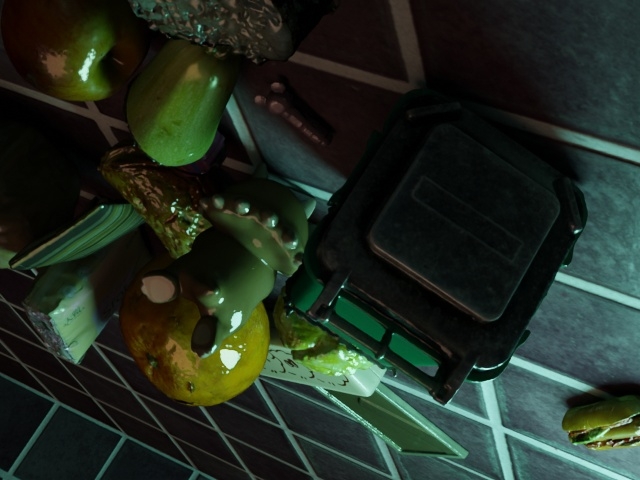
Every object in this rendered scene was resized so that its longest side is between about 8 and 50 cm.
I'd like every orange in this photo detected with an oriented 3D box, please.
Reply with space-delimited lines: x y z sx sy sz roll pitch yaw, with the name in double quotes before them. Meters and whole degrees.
"orange" -0.218 0.149 2.032 0.284 0.226 0.284 33 141 32

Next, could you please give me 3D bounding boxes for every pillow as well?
"pillow" -0.371 -0.016 1.888 0.052 0.208 0.212 62 -157 8

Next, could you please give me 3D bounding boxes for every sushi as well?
"sushi" -0.099 -0.271 1.193 0.212 0.115 0.147 17 157 29

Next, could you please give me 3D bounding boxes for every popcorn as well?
"popcorn" 0.025 0.106 1.726 0.198 0.198 0.212 24 150 18

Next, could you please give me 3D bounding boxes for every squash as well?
"squash" -0.165 -0.203 1.411 0.137 0.137 0.287 33 154 -3

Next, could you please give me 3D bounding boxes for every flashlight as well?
"flashlight" -0.028 -0.157 1.450 0.110 0.031 0.052 37 132 -23

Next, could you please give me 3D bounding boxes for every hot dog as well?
"hot dog" 0.428 0.277 1.724 0.092 0.062 0.235 30 158 -5
"hot dog" -0.223 -0.063 1.785 0.175 0.114 0.259 7 137 54

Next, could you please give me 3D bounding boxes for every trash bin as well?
"trash bin" 0.103 0.036 1.370 0.259 0.295 0.381 33 163 -3

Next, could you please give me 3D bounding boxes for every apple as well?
"apple" -0.317 -0.262 1.464 0.173 0.160 0.195 47 157 22

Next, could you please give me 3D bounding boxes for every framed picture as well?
"framed picture" 0.111 0.333 2.291 0.324 0.020 0.240 39 156 -18

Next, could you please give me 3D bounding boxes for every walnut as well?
"walnut" -0.544 -0.081 1.955 0.227 0.273 0.273 -22 127 34

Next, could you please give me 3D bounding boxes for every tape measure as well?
"tape measure" -0.194 -0.142 1.631 0.118 0.074 0.125 41 161 -29

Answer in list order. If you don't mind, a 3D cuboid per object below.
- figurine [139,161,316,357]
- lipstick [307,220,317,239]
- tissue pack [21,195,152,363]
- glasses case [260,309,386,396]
"figurine" -0.109 0.010 1.616 0.177 0.247 0.173 48 137 9
"lipstick" 0.001 -0.001 1.730 0.129 0.030 0.030 22 155 22
"tissue pack" -0.426 0.070 2.120 0.123 0.256 0.215 28 157 17
"glasses case" -0.038 0.199 2.129 0.336 0.076 0.144 3 145 49
